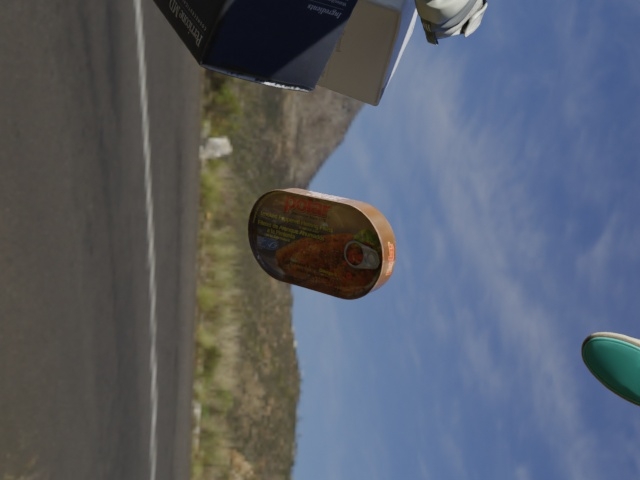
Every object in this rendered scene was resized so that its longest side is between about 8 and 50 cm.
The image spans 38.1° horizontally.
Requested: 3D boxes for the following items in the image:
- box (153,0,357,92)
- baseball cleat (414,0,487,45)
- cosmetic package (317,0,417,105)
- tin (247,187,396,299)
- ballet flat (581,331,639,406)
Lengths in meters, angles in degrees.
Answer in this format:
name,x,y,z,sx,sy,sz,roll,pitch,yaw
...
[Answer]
name,x,y,z,sx,sy,sz,roll,pitch,yaw
box,-0.036,-0.243,0.703,0.153,0.108,0.207,53,-55,42
baseball cleat,0.160,-0.287,0.930,0.206,0.072,0.109,-50,157,-12
cosmetic package,0.019,-0.284,1.093,0.151,0.183,0.151,102,10,-54
tin,0.000,0.000,1.019,0.040,0.189,0.106,-21,118,-48
ballet flat,0.470,0.193,1.233,0.086,0.248,0.086,-36,142,-35
